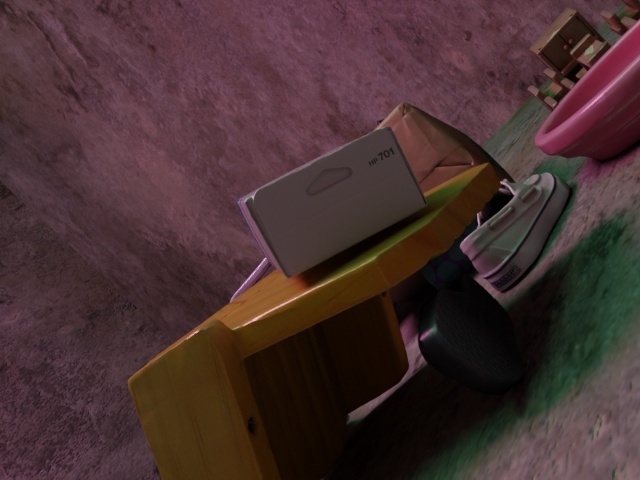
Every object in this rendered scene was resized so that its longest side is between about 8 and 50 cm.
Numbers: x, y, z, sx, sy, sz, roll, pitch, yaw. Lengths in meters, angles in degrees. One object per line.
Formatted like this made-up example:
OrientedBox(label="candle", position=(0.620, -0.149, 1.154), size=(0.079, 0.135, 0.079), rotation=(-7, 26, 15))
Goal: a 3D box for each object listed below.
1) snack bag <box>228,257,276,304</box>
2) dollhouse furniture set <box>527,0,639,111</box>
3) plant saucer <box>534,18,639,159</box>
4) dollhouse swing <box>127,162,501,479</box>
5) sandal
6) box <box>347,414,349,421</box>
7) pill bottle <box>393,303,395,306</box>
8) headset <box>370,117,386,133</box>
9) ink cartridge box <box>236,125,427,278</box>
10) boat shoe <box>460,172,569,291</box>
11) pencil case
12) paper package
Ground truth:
OrientedBox(label="snack bag", position=(0.000, 0.000, 1.436), size=(0.342, 0.037, 0.323), rotation=(-50, -15, 14))
OrientedBox(label="dollhouse furniture set", position=(0.481, -0.285, 1.291), size=(0.212, 0.161, 0.242), rotation=(-48, 21, 16))
OrientedBox(label="plant saucer", position=(0.423, -0.221, 0.980), size=(0.332, 0.084, 0.332), rotation=(-47, 0, 0))
OrientedBox(label="dollhouse swing", position=(0.049, 0.125, 0.778), size=(0.305, 0.315, 0.347), rotation=(-12, 12, 28))
OrientedBox(label="sandal", position=(0.130, 0.089, 0.679), size=(0.054, 0.097, 0.254), rotation=(-46, -11, 14))
OrientedBox(label="box", position=(-0.105, 0.229, 1.061), size=(0.232, 0.126, 0.148), rotation=(15, 56, 45))
OrientedBox(label="pill bottle", position=(0.023, 0.167, 1.628), size=(0.264, 0.153, 0.153), rotation=(-47, -1, 16))
OrientedBox(label="headset", position=(0.182, -0.094, 1.722), size=(0.185, 0.394, 0.243), rotation=(4, -20, -28))
OrientedBox(label="ink cartridge box", position=(0.001, -0.036, 0.719), size=(0.140, 0.082, 0.191), rotation=(-27, 7, -6))
OrientedBox(label="boat shoe", position=(0.245, -0.034, 0.986), size=(0.096, 0.088, 0.267), rotation=(-48, -1, 43))
OrientedBox(label="pencil case", position=(0.218, 0.012, 1.177), size=(0.151, 0.065, 0.070), rotation=(-48, 37, 35))
OrientedBox(label="paper package", position=(0.145, -0.047, 1.270), size=(0.309, 0.168, 0.325), rotation=(-46, -21, 16))
